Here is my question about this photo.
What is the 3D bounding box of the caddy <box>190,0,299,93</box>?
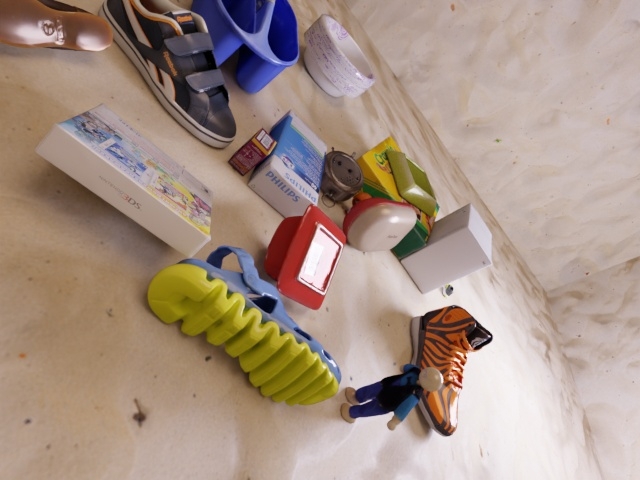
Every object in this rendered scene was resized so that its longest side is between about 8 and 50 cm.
[{"bbox_3d":[-0.167,-0.529,0.954,0.241,0.179,0.341,25,48,-40],"label":"caddy"}]

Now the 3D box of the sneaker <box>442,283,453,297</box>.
[{"bbox_3d":[0.437,0.161,1.365,0.031,0.035,0.083,47,32,-20],"label":"sneaker"}]

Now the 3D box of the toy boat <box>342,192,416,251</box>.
[{"bbox_3d":[0.136,-0.064,1.048,0.151,0.151,0.231,51,26,24],"label":"toy boat"}]

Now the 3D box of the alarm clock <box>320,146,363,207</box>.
[{"bbox_3d":[0.047,-0.158,1.047,0.129,0.064,0.192,35,55,-16],"label":"alarm clock"}]

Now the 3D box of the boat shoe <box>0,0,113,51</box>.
[{"bbox_3d":[-0.402,-0.306,0.559,0.073,0.073,0.207,25,20,19],"label":"boat shoe"}]

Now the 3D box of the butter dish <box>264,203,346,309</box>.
[{"bbox_3d":[-0.045,0.025,0.727,0.160,0.118,0.160,41,67,-55],"label":"butter dish"}]

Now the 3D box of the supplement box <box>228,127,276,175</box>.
[{"bbox_3d":[-0.135,-0.176,0.799,0.043,0.083,0.055,44,33,-21],"label":"supplement box"}]

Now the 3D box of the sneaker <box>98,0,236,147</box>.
[{"bbox_3d":[-0.250,-0.326,0.733,0.321,0.127,0.126,50,30,-16],"label":"sneaker"}]

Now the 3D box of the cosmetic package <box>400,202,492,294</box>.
[{"bbox_3d":[0.393,0.022,1.242,0.138,0.224,0.225,54,30,-8],"label":"cosmetic package"}]

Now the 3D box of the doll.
[{"bbox_3d":[0.122,0.259,0.674,0.046,0.189,0.129,50,31,-13],"label":"doll"}]

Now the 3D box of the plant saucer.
[{"bbox_3d":[0.294,-0.187,1.256,0.188,0.045,0.188,25,43,-41],"label":"plant saucer"}]

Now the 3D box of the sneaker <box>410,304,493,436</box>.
[{"bbox_3d":[0.313,0.277,0.941,0.124,0.180,0.321,39,35,-28],"label":"sneaker"}]

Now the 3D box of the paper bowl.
[{"bbox_3d":[0.052,-0.625,1.410,0.284,0.148,0.284,35,38,-33],"label":"paper bowl"}]

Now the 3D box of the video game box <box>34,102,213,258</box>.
[{"bbox_3d":[-0.239,-0.086,0.543,0.205,0.048,0.187,41,8,-26],"label":"video game box"}]

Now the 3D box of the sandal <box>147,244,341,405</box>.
[{"bbox_3d":[-0.082,0.117,0.583,0.317,0.126,0.138,48,28,-19],"label":"sandal"}]

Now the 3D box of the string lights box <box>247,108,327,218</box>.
[{"bbox_3d":[-0.064,-0.175,0.908,0.133,0.076,0.260,41,34,-25],"label":"string lights box"}]

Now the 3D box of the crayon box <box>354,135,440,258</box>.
[{"bbox_3d":[0.241,-0.157,1.301,0.313,0.106,0.363,54,31,-6],"label":"crayon box"}]
